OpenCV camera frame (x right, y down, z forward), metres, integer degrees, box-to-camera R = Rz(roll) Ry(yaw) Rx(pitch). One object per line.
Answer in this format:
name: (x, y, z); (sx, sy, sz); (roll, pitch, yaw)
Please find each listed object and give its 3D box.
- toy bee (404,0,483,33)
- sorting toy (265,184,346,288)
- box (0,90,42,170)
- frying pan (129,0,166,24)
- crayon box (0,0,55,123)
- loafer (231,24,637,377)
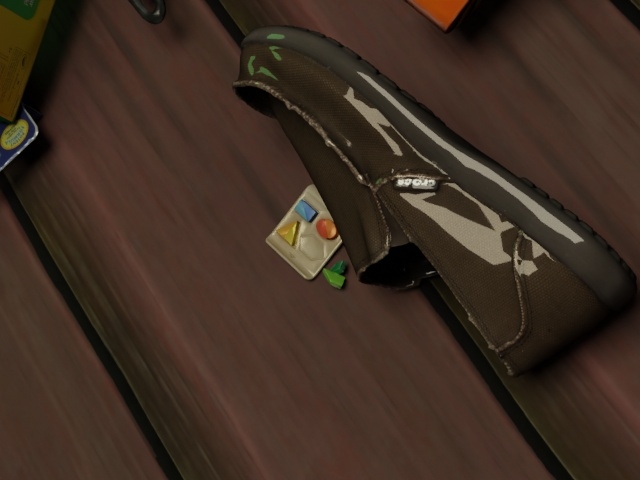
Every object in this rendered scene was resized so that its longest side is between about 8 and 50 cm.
toy bee: (0.186, -0.286, 1.061); (0.298, 0.162, 0.195); (-29, 94, 28)
sorting toy: (0.000, 0.000, 1.114); (0.062, 0.012, 0.083); (-50, 60, 3)
box: (-0.347, -0.125, 1.306); (0.136, 0.036, 0.225); (-41, 60, 8)
frying pan: (-0.200, -0.336, 1.296); (0.326, 0.053, 0.197); (32, 90, 28)
crayon box: (-0.298, -0.259, 1.203); (0.081, 0.165, 0.278); (13, 82, 31)
loafer: (0.052, -0.033, 1.030); (0.366, 0.134, 0.130); (39, 92, 30)
